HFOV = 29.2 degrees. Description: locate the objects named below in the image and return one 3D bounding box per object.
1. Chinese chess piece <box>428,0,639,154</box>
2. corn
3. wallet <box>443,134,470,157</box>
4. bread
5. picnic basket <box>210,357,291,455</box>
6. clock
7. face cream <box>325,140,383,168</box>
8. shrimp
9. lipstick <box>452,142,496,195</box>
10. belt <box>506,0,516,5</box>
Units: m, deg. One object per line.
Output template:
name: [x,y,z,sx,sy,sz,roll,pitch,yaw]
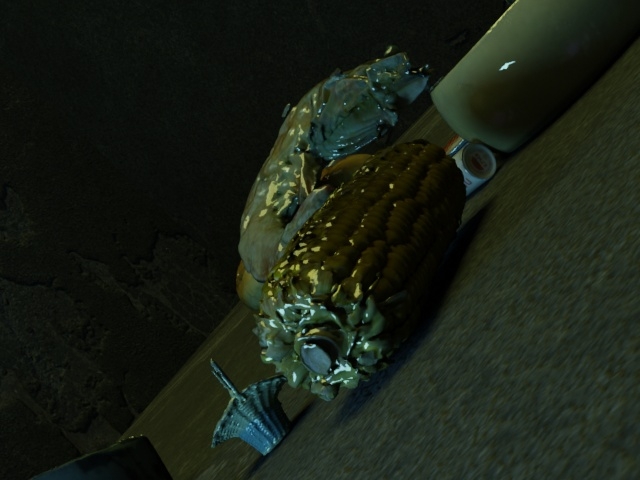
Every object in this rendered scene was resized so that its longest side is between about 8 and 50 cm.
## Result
Chinese chess piece: [0.215,-0.191,1.156,0.251,0.097,0.251,-46,2,2]
corn: [0.036,0.010,0.910,0.115,0.115,0.318,-46,3,28]
wallet: [0.160,-0.106,1.573,0.196,0.020,0.103,-46,3,20]
bread: [0.001,-0.001,1.474,0.236,0.120,0.198,-48,2,-12]
picnic basket: [-0.061,0.128,0.964,0.083,0.083,0.065,-44,-3,-7]
clock: [-0.298,0.293,1.205,0.325,0.067,0.325,-27,-9,-5]
face cream: [0.028,-0.074,1.806,0.177,0.153,0.177,-47,1,1]
shrimp: [0.007,-0.080,1.276,0.360,0.085,0.247,-38,31,49]
lipstick: [0.121,-0.051,1.178,0.038,0.038,0.131,-48,3,-30]
belt: [0.281,-0.313,1.451,0.082,0.147,0.163,-50,-25,-9]
